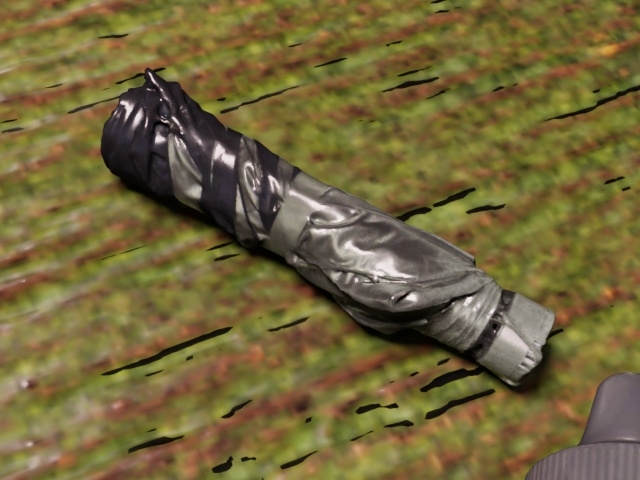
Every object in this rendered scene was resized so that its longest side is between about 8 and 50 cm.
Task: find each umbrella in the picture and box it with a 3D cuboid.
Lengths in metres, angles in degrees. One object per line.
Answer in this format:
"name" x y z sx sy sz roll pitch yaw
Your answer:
"umbrella" 0.000 0.000 0.544 0.188 0.046 0.050 31 49 5

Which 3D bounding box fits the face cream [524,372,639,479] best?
"face cream" 0.086 0.176 0.415 0.092 0.092 0.311 12 55 -3
